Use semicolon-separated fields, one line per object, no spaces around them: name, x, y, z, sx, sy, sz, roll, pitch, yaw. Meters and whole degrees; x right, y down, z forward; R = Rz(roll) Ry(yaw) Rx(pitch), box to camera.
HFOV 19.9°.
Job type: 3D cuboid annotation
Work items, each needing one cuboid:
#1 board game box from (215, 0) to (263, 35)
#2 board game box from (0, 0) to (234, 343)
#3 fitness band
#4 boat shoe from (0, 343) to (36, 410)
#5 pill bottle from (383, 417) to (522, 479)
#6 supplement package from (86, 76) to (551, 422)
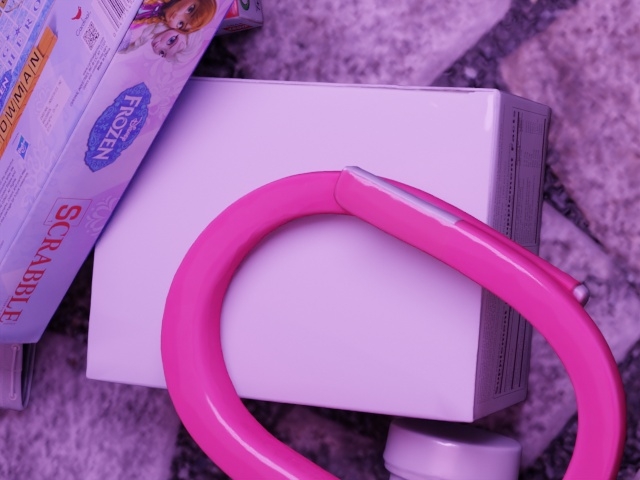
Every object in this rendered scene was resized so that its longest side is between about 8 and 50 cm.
board game box;-0.156;-0.286;1.290;0.193;0.053;0.305;-9;87;20
board game box;-0.204;-0.154;1.192;0.318;0.066;0.318;-56;50;32
fitness band;0.041;0.079;1.076;0.291;0.054;0.209;31;104;16
boat shoe;-0.216;0.034;1.311;0.063;0.066;0.184;15;93;5
pill bottle;0.070;0.225;1.181;0.117;0.117;0.208;12;94;19
supplement package;0.000;0.000;1.190;0.262;0.145;0.204;5;92;20
